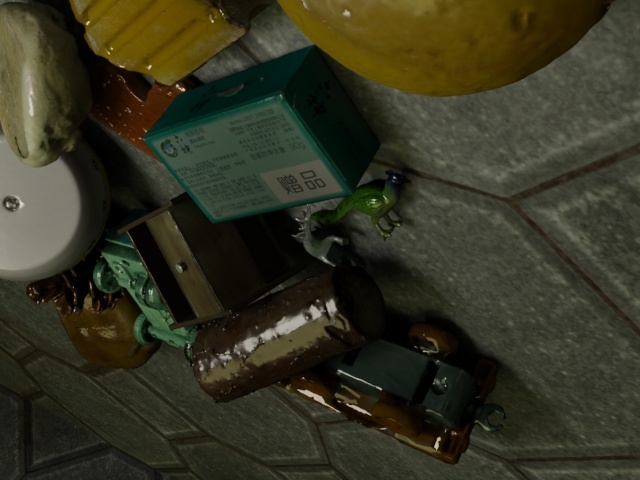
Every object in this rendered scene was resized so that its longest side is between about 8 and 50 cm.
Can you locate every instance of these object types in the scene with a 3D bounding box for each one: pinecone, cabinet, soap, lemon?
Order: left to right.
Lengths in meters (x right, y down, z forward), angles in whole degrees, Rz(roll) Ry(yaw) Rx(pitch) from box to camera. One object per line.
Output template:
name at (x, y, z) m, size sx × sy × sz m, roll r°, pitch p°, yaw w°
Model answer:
pinecone at (-0.423, 0.049, 1.526) m, size 0.185 × 0.212 × 0.169 m, roll 28°, pitch 152°, yaw 28°
soap at (-0.181, -0.264, 0.953) m, size 0.160 × 0.080 × 0.257 m, roll 47°, pitch 150°, yaw -19°
cabinet at (-0.165, 0.014, 1.228) m, size 0.215 × 0.148 × 0.175 m, roll -19°, pitch 101°, yaw 55°
lemon at (0.080, -0.221, 0.602) m, size 0.263 × 0.236 × 0.236 m, roll 51°, pitch 159°, yaw 28°

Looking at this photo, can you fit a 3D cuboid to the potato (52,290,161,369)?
potato at (-0.454, 0.137, 1.757) m, size 0.195 × 0.176 × 0.369 m, roll 45°, pitch 161°, yaw 46°

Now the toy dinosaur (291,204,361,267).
toy dinosaur at (-0.001, 0.002, 1.169) m, size 0.082 × 0.039 × 0.209 m, roll 28°, pitch 166°, yaw 23°

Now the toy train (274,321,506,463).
toy train at (0.109, 0.218, 1.294) m, size 0.369 × 0.163 × 0.232 m, roll 19°, pitch 156°, yaw 27°

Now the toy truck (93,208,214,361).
toy truck at (-0.260, 0.082, 1.467) m, size 0.155 × 0.156 × 0.279 m, roll 14°, pitch 145°, yaw 34°

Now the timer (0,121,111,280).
timer at (-0.466, -0.075, 1.392) m, size 0.285 × 0.285 × 0.285 m, roll 26°, pitch 150°, yaw 16°

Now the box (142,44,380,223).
box at (-0.073, -0.118, 1.017) m, size 0.244 × 0.092 × 0.153 m, roll -8°, pitch 131°, yaw 41°

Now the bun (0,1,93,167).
bun at (-0.369, -0.213, 1.146) m, size 0.237 × 0.116 × 0.210 m, roll -39°, pitch 65°, yaw 55°

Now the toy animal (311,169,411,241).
toy animal at (0.058, -0.033, 1.090) m, size 0.075 × 0.041 × 0.217 m, roll 47°, pitch 153°, yaw -9°

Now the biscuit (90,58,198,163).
biscuit at (-0.235, -0.188, 1.169) m, size 0.192 × 0.036 × 0.186 m, roll 33°, pitch 148°, yaw 5°

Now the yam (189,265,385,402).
yam at (-0.052, 0.129, 1.187) m, size 0.279 × 0.131 × 0.131 m, roll -26°, pitch 118°, yaw 28°
